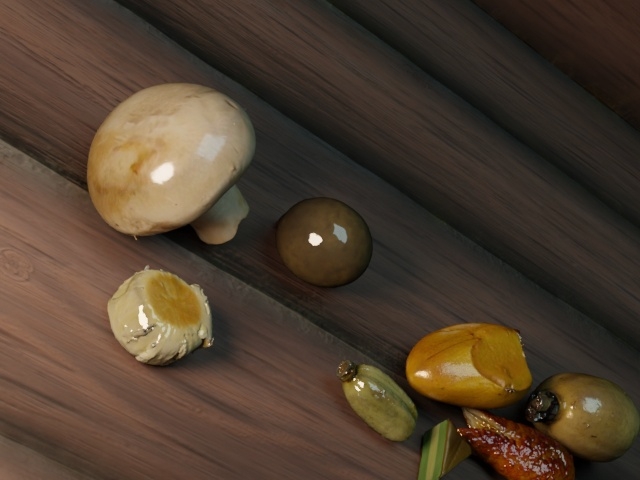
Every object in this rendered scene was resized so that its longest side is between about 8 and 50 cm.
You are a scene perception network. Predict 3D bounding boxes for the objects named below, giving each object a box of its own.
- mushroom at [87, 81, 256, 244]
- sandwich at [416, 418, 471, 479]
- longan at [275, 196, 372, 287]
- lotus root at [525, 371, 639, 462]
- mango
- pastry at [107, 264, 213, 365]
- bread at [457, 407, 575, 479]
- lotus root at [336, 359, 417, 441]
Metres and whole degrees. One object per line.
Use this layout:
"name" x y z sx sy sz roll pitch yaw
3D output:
"mushroom" -0.226 -0.098 1.973 0.292 0.292 0.290 -86 155 -45
"sandwich" 0.197 0.375 2.115 0.116 0.074 0.074 -23 78 -53
"longan" 0.000 0.000 2.188 0.204 0.159 0.185 26 -1 36
"lotus root" 0.503 0.343 2.388 0.310 0.183 0.183 19 45 -38
"mango" 0.260 0.237 2.253 0.257 0.138 0.187 5 41 -29
"pastry" -0.246 0.116 1.857 0.166 0.088 0.166 29 41 -28
"bread" 0.369 0.391 2.274 0.269 0.095 0.139 35 30 -13
"lotus root" 0.094 0.274 2.091 0.183 0.077 0.090 43 28 -15
